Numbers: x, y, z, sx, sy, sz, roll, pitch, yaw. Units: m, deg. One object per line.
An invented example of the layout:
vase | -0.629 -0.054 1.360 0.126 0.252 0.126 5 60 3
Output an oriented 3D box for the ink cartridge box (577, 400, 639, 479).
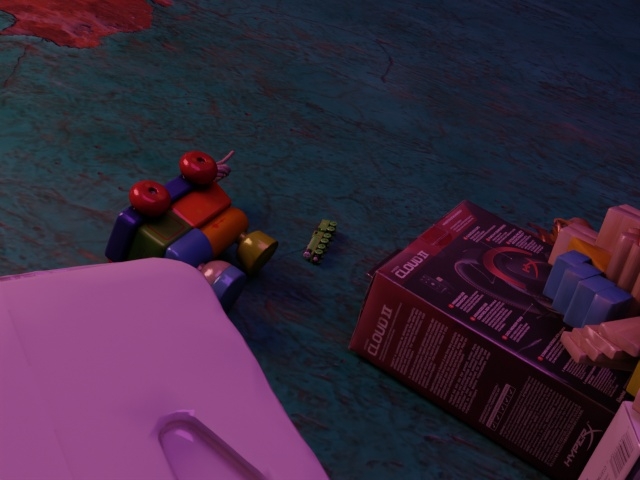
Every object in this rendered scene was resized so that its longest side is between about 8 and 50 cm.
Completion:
ink cartridge box | 0.381 0.241 0.807 0.332 0.165 0.065 11 32 -8

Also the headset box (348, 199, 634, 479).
headset box | 0.188 0.086 0.993 0.293 0.110 0.218 30 36 19

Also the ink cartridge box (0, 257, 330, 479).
ink cartridge box | -0.111 0.239 0.396 0.160 0.385 0.279 -7 40 -32

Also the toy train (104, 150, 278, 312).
toy train | -0.104 -0.020 1.036 0.143 0.105 0.248 36 37 9

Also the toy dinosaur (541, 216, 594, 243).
toy dinosaur | 0.338 0.017 1.201 0.112 0.064 0.211 10 35 -13

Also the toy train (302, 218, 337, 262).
toy train | 0.000 0.000 1.118 0.023 0.017 0.083 13 33 11

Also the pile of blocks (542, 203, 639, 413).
pile of blocks | 0.287 0.043 0.839 0.149 0.113 0.362 8 23 -17
